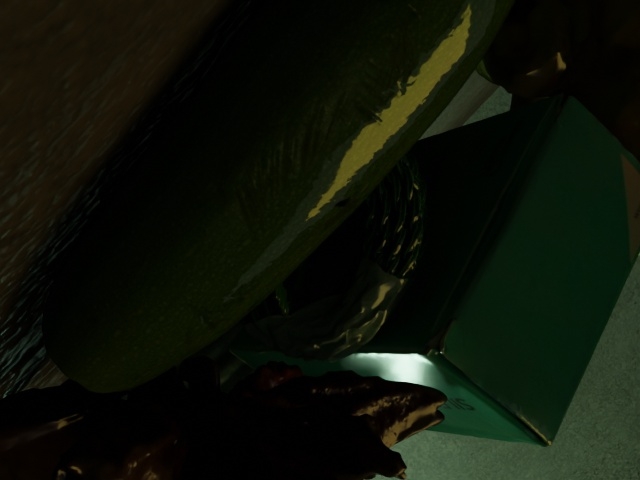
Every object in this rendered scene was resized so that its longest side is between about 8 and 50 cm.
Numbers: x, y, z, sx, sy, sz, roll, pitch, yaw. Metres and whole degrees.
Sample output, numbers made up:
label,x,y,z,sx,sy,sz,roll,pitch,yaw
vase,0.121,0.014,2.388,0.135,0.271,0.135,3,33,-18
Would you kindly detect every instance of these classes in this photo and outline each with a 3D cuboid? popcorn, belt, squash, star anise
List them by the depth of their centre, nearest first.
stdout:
label,x,y,z,sx,sy,sz,roll,pitch,yaw
squash,-0.021,-0.035,0.392,0.292,0.082,0.082,-47,176,19
star anise,-0.061,0.108,0.537,0.288,0.288,0.088,-18,112,-83
belt,0.000,0.000,0.575,0.079,0.121,0.151,-37,139,-76
popcorn,0.288,-0.147,0.801,0.321,0.290,0.325,-18,151,23

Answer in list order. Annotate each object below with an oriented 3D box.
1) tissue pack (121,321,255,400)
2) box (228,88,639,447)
label,x,y,z,sx,sy,sz,roll,pitch,yaw
tissue pack,-0.159,0.209,0.878,0.287,0.162,0.388,-45,178,34
box,0.078,0.031,0.731,0.311,0.118,0.205,-13,-135,61
